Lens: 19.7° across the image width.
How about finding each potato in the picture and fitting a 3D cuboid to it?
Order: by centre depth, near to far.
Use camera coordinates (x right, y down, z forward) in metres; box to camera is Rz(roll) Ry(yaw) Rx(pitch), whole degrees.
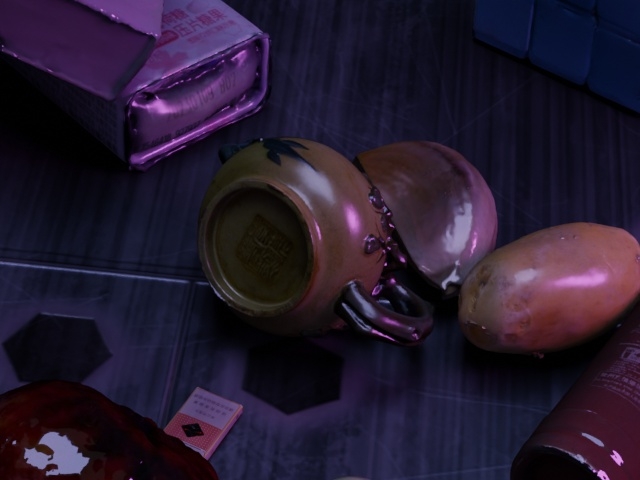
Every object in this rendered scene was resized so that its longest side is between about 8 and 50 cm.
[{"bbox_3d":[0.199,0.044,1.606,0.178,0.109,0.118,-16,20,-25],"label":"potato"}]

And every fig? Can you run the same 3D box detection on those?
[{"bbox_3d":[-0.199,0.207,1.324,0.263,0.224,0.224,-19,47,-15],"label":"fig"}]

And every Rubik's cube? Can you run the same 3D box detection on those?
[{"bbox_3d":[0.314,-0.306,1.915,0.224,0.231,0.221,28,48,26],"label":"Rubik's cube"}]

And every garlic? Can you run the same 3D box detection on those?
[{"bbox_3d":[0.110,-0.024,1.702,0.101,0.087,0.196,-23,51,-9],"label":"garlic"}]

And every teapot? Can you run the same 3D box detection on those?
[{"bbox_3d":[0.000,0.000,1.621,0.269,0.173,0.182,37,26,19],"label":"teapot"}]

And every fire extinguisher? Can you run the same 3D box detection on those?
[{"bbox_3d":[0.297,0.123,1.547,0.138,0.102,0.344,43,50,5],"label":"fire extinguisher"}]

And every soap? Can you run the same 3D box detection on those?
[{"bbox_3d":[-0.286,-0.299,1.712,0.296,0.107,0.285,25,38,-24],"label":"soap"}]

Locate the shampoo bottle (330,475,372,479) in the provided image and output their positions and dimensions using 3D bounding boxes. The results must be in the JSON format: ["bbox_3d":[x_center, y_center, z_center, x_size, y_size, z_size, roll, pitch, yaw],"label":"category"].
[{"bbox_3d":[0.008,0.257,1.382,0.079,0.079,0.162,16,43,13],"label":"shampoo bottle"}]

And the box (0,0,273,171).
[{"bbox_3d":[-0.229,-0.227,1.874,0.190,0.112,0.369,-31,52,-31],"label":"box"}]

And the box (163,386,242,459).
[{"bbox_3d":[-0.104,0.158,1.531,0.046,0.012,0.083,21,43,16],"label":"box"}]
